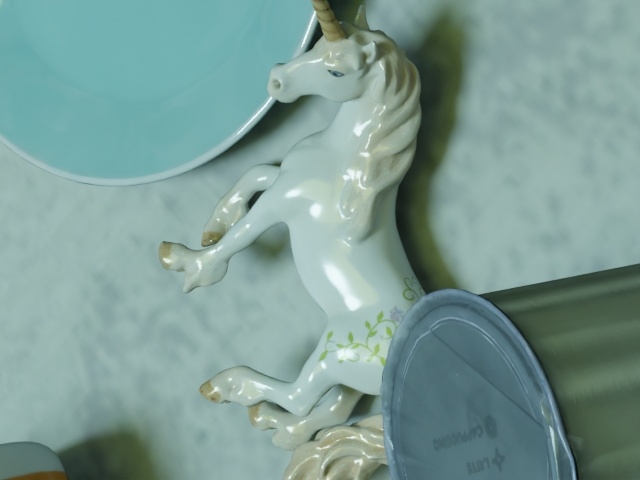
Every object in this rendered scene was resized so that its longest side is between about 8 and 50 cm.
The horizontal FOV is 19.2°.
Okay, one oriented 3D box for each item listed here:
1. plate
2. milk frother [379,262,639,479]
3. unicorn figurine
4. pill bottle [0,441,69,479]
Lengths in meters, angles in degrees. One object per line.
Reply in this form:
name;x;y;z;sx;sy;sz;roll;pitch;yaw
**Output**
plate;-0.068;-0.113;0.672;0.188;0.024;0.188;1;92;31
milk frother;0.092;0.078;0.515;0.129;0.134;0.143;-32;70;60
unicorn figurine;0.000;0.000;0.621;0.111;0.060;0.162;-25;95;29
pill bottle;-0.113;0.189;0.655;0.121;0.121;0.216;-28;78;29
